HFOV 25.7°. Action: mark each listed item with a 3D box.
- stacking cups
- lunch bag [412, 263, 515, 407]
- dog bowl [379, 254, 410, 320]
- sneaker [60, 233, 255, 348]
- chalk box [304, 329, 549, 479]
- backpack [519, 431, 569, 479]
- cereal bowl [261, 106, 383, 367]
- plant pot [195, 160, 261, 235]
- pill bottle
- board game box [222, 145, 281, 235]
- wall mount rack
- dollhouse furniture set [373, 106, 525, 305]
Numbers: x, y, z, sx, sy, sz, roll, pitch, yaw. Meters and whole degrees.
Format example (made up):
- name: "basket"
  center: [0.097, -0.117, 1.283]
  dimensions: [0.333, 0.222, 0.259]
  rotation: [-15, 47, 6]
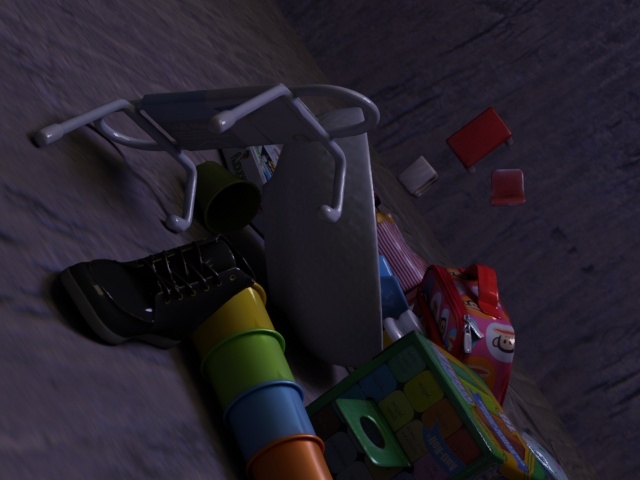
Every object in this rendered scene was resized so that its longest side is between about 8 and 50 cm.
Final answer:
- name: "stacking cups"
  center: [-0.042, 0.179, 1.345]
  dimensions: [0.096, 0.096, 0.316]
  rotation: [41, 16, -51]
- name: "lunch bag"
  center: [0.200, 0.159, 2.037]
  dimensions: [0.120, 0.258, 0.293]
  rotation: [13, 16, -9]
- name: "dog bowl"
  center: [0.066, 0.026, 2.264]
  dimensions: [0.166, 0.074, 0.297]
  rotation: [50, 15, -84]
- name: "sneaker"
  center: [-0.147, 0.033, 1.287]
  dimensions: [0.083, 0.118, 0.222]
  rotation: [57, 10, 15]
- name: "chalk box"
  center: [0.110, 0.235, 1.613]
  dimensions: [0.180, 0.179, 0.289]
  rotation: [59, 11, 28]
- name: "backpack"
  center: [0.305, 0.385, 2.120]
  dimensions: [0.188, 0.144, 0.166]
  rotation: [59, 5, 10]
- name: "cereal bowl"
  center: [0.000, 0.000, 1.826]
  dimensions: [0.339, 0.141, 0.338]
  rotation: [-4, 90, -89]
- name: "plant pot"
  center: [-0.132, -0.062, 1.818]
  dimensions: [0.079, 0.083, 0.083]
  rotation: [46, 3, 41]
- name: "pill bottle"
  center: [0.092, 0.150, 1.989]
  dimensions: [0.065, 0.116, 0.065]
  rotation: [52, 10, -12]
- name: "board game box"
  center: [-0.073, -0.077, 2.169]
  dimensions: [0.193, 0.053, 0.305]
  rotation: [48, 12, -35]
- name: "wall mount rack"
  center: [-0.125, -0.106, 1.514]
  dimensions: [0.304, 0.350, 0.130]
  rotation: [42, 50, -57]
- name: "dollhouse furniture set"
  center: [0.203, -0.048, 2.441]
  dimensions: [0.201, 0.374, 0.152]
  rotation: [54, 5, 7]
